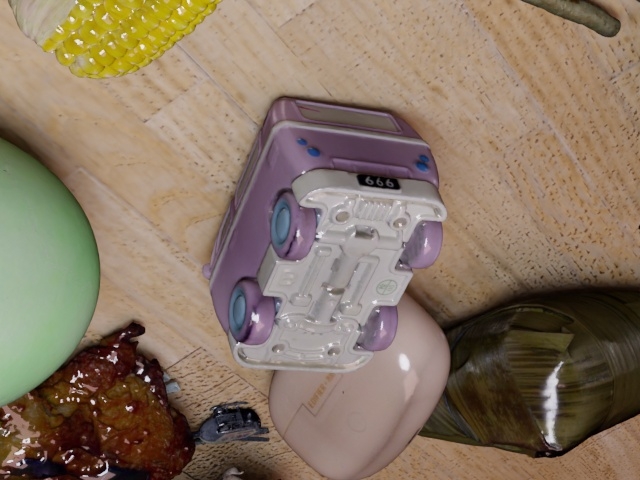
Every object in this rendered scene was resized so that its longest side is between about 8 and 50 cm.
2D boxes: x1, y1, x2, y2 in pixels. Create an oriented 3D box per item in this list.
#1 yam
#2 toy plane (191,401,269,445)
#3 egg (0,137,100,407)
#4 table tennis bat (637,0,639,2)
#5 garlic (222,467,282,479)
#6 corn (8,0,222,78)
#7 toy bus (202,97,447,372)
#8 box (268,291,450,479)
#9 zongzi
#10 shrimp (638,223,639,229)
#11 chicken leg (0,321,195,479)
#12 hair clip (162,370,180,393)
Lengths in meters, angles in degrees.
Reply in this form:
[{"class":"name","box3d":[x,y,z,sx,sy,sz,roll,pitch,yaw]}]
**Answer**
[{"class":"yam","box3d":[0.143,-0.197,1.015,0.234,0.027,0.029,18,89,-33]},{"class":"toy plane","box3d":[-0.104,0.186,1.308,0.121,0.031,0.049,-6,144,-20]},{"class":"egg","box3d":[-0.284,0.022,0.925,0.270,0.220,0.220,10,129,-39]},{"class":"table tennis bat","box3d":[0.304,-0.179,1.109,0.158,0.014,0.095,23,123,-40]},{"class":"garlic","box3d":[-0.135,0.309,1.313,0.292,0.210,0.237,-29,125,33]},{"class":"corn","box3d":[-0.069,-0.226,0.847,0.305,0.122,0.123,-39,107,14]},{"class":"toy bus","box3d":[0.000,0.000,1.074,0.142,0.142,0.202,5,131,-26]},{"class":"box","box3d":[0.033,0.128,1.221,0.088,0.146,0.200,-21,149,-52]},{"class":"zongzi","box3d":[0.190,0.128,1.327,0.300,0.138,0.286,-12,179,43]},{"class":"shrimp","box3d":[0.396,-0.003,1.299,0.251,0.052,0.143,3,135,-26]},{"class":"chicken leg","box3d":[-0.235,0.141,1.153,0.322,0.083,0.177,18,100,-35]},{"class":"hair clip","box3d":[-0.182,0.162,1.247,0.115,0.039,0.030,-33,140,9]}]
